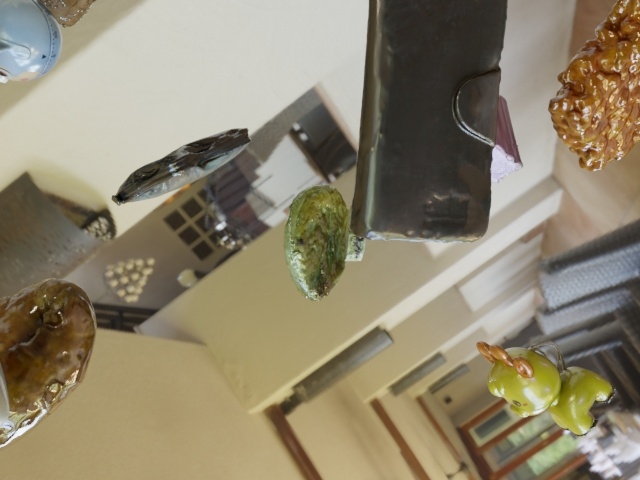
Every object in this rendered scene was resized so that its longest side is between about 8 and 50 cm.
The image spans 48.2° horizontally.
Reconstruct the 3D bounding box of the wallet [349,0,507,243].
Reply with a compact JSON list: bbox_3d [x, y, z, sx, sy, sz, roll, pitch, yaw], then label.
[{"bbox_3d":[0.121,-0.152,0.785,0.042,0.165,0.309,-160,74,-76],"label":"wallet"}]

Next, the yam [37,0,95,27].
[{"bbox_3d":[-0.540,-0.602,1.616,0.131,0.280,0.131,23,-125,-36],"label":"yam"}]

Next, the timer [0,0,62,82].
[{"bbox_3d":[-0.593,-0.353,1.308,0.175,0.175,0.255,52,-134,-10],"label":"timer"}]

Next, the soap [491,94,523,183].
[{"bbox_3d":[0.311,-0.218,1.355,0.122,0.065,0.203,33,-139,-32],"label":"soap"}]

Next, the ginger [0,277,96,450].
[{"bbox_3d":[-0.425,0.189,0.943,0.165,0.321,0.172,31,143,13],"label":"ginger"}]

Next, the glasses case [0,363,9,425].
[{"bbox_3d":[-0.387,0.123,0.771,0.193,0.049,0.074,51,179,34],"label":"glasses case"}]

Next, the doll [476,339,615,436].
[{"bbox_3d":[0.350,0.222,1.149,0.221,0.135,0.143,32,175,-10],"label":"doll"}]

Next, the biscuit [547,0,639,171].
[{"bbox_3d":[0.617,-0.314,1.484,0.110,0.312,0.318,41,-178,40],"label":"biscuit"}]

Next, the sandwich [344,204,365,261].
[{"bbox_3d":[0.068,-0.013,1.374,0.093,0.036,0.105,-88,3,-52],"label":"sandwich"}]

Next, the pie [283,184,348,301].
[{"bbox_3d":[0.000,0.000,1.659,0.078,0.277,0.277,7,164,24],"label":"pie"}]

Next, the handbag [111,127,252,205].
[{"bbox_3d":[-0.280,-0.156,1.487,0.075,0.192,0.332,63,-150,-10],"label":"handbag"}]
